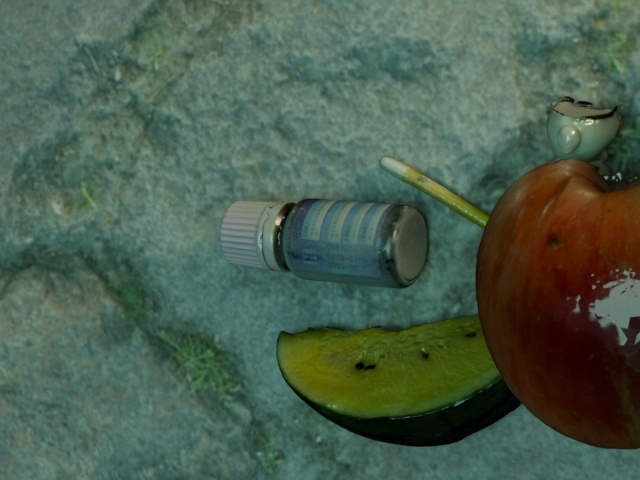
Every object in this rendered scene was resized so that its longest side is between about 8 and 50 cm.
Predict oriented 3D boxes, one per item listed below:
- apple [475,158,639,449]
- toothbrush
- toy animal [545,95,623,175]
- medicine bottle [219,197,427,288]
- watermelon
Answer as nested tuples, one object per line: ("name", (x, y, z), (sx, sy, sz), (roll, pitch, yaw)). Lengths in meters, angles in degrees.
("apple", (0.275, 0.058, 1.701), (0.293, 0.163, 0.251), (-11, 103, 12))
("toothbrush", (0.175, -0.010, 1.873), (0.288, 0.021, 0.024), (33, 101, 21))
("toy animal", (0.238, -0.064, 1.803), (0.071, 0.085, 0.124), (7, 109, 6))
("medicine bottle", (0.000, 0.000, 1.935), (0.203, 0.083, 0.083), (4, 99, 27))
("watermelon", (0.088, 0.134, 1.905), (0.301, 0.123, 0.129), (-7, 72, 27))
